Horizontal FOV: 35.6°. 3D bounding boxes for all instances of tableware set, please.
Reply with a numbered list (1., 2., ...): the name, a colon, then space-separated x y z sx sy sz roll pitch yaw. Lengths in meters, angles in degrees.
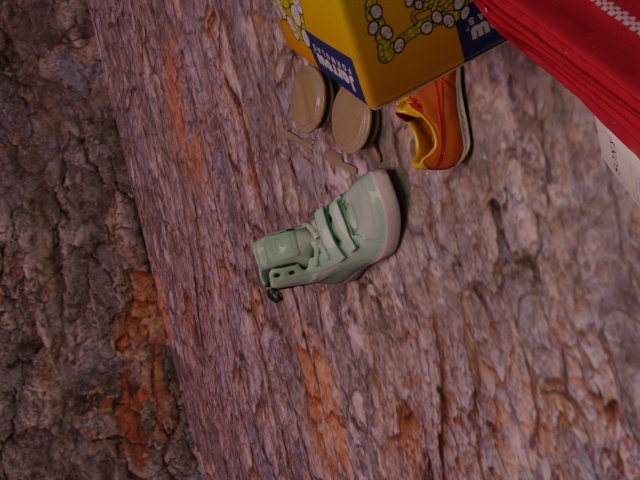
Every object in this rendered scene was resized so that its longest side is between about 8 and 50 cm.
1. tableware set: 0.021 -0.165 1.257 0.194 0.039 0.128 34 120 53

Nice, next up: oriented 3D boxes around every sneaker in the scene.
1. sneaker: 0.000 0.001 1.239 0.256 0.151 0.094 122 134 -59
2. sneaker: 0.106 -0.158 1.008 0.064 0.067 0.175 161 98 -70

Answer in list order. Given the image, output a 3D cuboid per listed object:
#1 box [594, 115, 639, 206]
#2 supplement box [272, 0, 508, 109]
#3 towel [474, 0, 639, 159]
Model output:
1. box: 0.295 0.008 0.403 0.322 0.232 0.058 64 -176 32
2. supplement box: 0.032 -0.320 0.784 0.194 0.195 0.356 48 164 54
3. towel: 0.229 -0.140 0.462 0.199 0.275 0.031 55 176 44
